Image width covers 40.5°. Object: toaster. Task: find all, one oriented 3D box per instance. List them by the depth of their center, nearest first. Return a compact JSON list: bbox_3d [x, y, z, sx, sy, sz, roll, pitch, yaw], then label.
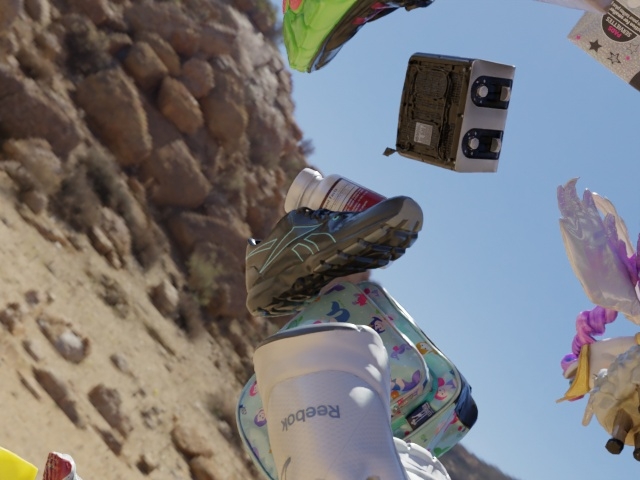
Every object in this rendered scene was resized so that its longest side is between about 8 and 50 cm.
[{"bbox_3d":[0.198,-0.194,1.319,0.185,0.110,0.168,25,-70,55],"label":"toaster"}]

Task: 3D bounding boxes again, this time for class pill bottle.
[{"bbox_3d":[0.035,-0.032,1.106,0.152,0.086,0.086,27,-16,16],"label":"pill bottle"}]

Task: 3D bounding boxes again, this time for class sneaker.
[{"bbox_3d":[0.027,0.187,0.600,0.129,0.111,0.297,-92,160,-45],"label":"sneaker"},{"bbox_3d":[0.000,0.000,1.013,0.101,0.267,0.106,12,57,-48],"label":"sneaker"},{"bbox_3d":[0.081,-0.327,1.068,0.483,0.202,0.185,157,-63,-67],"label":"sneaker"},{"bbox_3d":[-0.352,0.372,1.255,0.225,0.092,0.088,100,-12,-52],"label":"sneaker"}]

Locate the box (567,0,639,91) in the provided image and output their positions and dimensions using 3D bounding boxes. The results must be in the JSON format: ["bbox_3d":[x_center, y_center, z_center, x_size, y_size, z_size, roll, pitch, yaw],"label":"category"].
[{"bbox_3d":[0.510,-0.294,1.266,0.247,0.163,0.142,37,-52,5],"label":"box"}]

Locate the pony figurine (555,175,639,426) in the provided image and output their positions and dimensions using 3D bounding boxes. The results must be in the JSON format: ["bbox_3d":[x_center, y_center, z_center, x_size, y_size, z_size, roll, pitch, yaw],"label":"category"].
[{"bbox_3d":[0.484,0.074,1.226,0.303,0.363,0.351,3,77,-58],"label":"pony figurine"}]

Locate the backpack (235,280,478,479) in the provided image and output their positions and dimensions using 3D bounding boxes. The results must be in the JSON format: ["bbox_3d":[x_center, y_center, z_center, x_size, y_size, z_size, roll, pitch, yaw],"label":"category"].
[{"bbox_3d":[0.028,0.192,1.024,0.225,0.253,0.191,49,0,40],"label":"backpack"}]

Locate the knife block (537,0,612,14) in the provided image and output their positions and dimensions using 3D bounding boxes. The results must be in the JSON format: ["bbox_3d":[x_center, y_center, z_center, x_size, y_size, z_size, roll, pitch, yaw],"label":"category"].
[{"bbox_3d":[0.152,-0.267,0.721,0.088,0.242,0.276,26,-32,36],"label":"knife block"}]

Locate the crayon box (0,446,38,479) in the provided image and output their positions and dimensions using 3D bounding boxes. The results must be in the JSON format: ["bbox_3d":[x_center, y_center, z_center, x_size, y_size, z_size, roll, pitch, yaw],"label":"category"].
[{"bbox_3d":[-0.419,0.253,0.650,0.106,0.313,0.363,-11,-40,28],"label":"crayon box"}]

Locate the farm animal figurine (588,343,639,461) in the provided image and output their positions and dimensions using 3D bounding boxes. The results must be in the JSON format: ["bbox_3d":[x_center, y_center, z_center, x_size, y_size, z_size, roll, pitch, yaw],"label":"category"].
[{"bbox_3d":[0.426,0.084,0.697,0.330,0.172,0.327,23,-57,13],"label":"farm animal figurine"}]
